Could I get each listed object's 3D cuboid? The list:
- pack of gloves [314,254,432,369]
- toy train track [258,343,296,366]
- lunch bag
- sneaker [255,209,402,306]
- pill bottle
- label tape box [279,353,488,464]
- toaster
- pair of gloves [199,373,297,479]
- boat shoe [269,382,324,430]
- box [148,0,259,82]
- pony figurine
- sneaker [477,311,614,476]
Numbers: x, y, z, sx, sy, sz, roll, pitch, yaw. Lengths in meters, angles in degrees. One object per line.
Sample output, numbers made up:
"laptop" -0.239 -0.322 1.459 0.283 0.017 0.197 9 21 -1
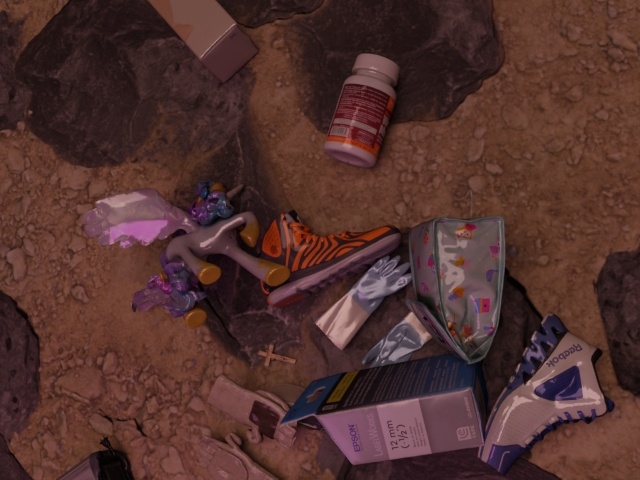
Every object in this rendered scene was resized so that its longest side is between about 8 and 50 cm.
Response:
"pack of gloves" 0.139 0.159 1.566 0.232 0.046 0.195 -44 85 2
"toy train track" -0.092 0.251 1.623 0.083 0.014 0.048 12 75 13
"lunch bag" 0.252 0.092 1.424 0.160 0.223 0.262 -1 88 -5
"sneaker" 0.000 0.000 1.591 0.321 0.124 0.180 -25 73 10
"pill bottle" 0.093 -0.278 1.626 0.121 0.121 0.221 16 83 19
"label tape box" 0.128 0.313 1.409 0.347 0.249 0.115 -15 93 15
"toaster" -0.477 0.552 1.612 0.146 0.129 0.227 -33 72 10
"pair of gloves" -0.150 0.409 1.561 0.204 0.042 0.240 21 106 18
"boat shoe" -0.010 0.356 1.561 0.206 0.075 0.065 17 126 14
"box" -0.298 -0.536 1.790 0.121 0.148 0.311 -42 69 5
"pony figurine" -0.274 0.021 1.586 0.351 0.303 0.363 -28 37 -9
"sneaker" 0.429 0.306 1.391 0.182 0.127 0.315 27 85 23
